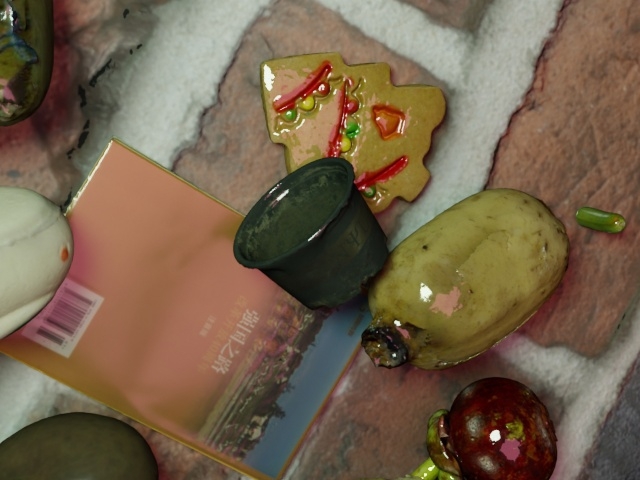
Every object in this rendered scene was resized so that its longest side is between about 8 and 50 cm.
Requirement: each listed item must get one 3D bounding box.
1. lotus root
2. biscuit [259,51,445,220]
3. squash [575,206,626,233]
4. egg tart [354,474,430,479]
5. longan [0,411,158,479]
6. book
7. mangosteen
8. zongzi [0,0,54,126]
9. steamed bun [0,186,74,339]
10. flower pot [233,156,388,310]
[{"bbox_3d":[0.160,0.050,1.147,0.284,0.146,0.160,-36,89,-23],"label":"lotus root"},{"bbox_3d":[0.027,-0.126,1.135,0.239,0.041,0.212,37,90,-20],"label":"biscuit"},{"bbox_3d":[0.345,-0.024,1.225,0.028,0.083,0.027,-3,101,-15],"label":"squash"},{"bbox_3d":[0.060,0.394,1.166,0.352,0.150,0.351,-4,117,-7],"label":"egg tart"},{"bbox_3d":[-0.260,0.262,1.048,0.189,0.189,0.189,-3,100,-16],"label":"longan"},{"bbox_3d":[-0.140,0.090,1.126,0.374,0.028,0.262,32,89,-19],"label":"book"},{"bbox_3d":[0.193,0.240,1.211,0.156,0.181,0.145,54,39,-34],"label":"mangosteen"},{"bbox_3d":[-0.438,-0.256,0.894,0.393,0.174,0.355,-7,97,-16],"label":"zongzi"},{"bbox_3d":[-0.353,0.033,0.977,0.228,0.177,0.130,-15,116,-18],"label":"steamed bun"},{"bbox_3d":[0.000,0.000,1.071,0.157,0.157,0.107,-46,118,-5],"label":"flower pot"}]
